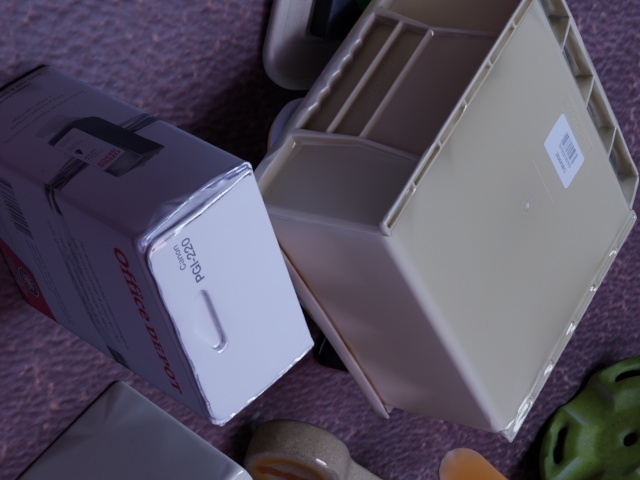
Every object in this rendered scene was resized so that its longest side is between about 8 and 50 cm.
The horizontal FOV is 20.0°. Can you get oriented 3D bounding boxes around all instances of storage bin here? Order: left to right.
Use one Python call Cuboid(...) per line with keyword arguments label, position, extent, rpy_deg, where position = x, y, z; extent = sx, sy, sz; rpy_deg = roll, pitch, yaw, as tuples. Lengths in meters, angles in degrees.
Cuboid(label="storage bin", position=(0.102, -0.035, 1.317), extent=(0.260, 0.123, 0.262), rpy_deg=(-57, 138, -25))

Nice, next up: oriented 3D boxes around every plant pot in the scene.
Cuboid(label="plant pot", position=(0.343, 0.248, 1.697), extent=(0.276, 0.276, 0.254), rpy_deg=(-49, 123, -12))

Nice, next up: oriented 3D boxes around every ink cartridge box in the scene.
Cuboid(label="ink cartridge box", position=(-0.121, -0.001, 1.146), extent=(0.092, 0.218, 0.158), rpy_deg=(-38, 132, -23))

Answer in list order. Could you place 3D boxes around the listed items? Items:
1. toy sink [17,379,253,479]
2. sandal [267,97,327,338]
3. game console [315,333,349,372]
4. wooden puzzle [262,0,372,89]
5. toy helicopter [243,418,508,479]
Cuboid(label="toy sink", position=(-0.153, 0.246, 1.293), extent=(0.234, 0.153, 0.131), rpy_deg=(-46, 135, -16))
Cuboid(label="sandal", position=(0.005, -0.008, 1.365), extent=(0.102, 0.076, 0.265), rpy_deg=(-54, 137, -30))
Cuboid(label="game console", position=(0.086, 0.058, 1.468), extent=(0.144, 0.124, 0.085), rpy_deg=(-67, 163, 7))
Cuboid(label="wooden puzzle", position=(0.068, -0.229, 1.329), extent=(0.221, 0.044, 0.238), rpy_deg=(-8, 115, -40))
Cuboid(label="toy helicopter", position=(0.088, 0.243, 1.482), extent=(0.355, 0.235, 0.140), rpy_deg=(37, 55, -30))
